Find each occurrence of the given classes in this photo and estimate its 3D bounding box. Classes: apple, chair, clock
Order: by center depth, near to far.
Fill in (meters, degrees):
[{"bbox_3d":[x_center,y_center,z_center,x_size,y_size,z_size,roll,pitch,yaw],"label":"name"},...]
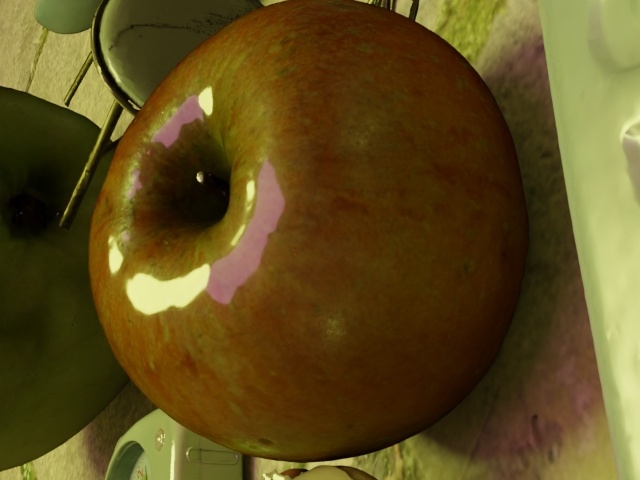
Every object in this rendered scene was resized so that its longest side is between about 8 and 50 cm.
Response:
[{"bbox_3d":[0.000,0.000,0.621,0.237,0.208,0.236,-16,65,39],"label":"apple"},{"bbox_3d":[-0.076,-0.130,0.837,0.325,0.170,0.159,130,143,-54],"label":"chair"},{"bbox_3d":[-0.120,0.211,0.898,0.191,0.062,0.151,-34,53,55],"label":"clock"},{"bbox_3d":[-0.314,0.027,1.031,0.357,0.357,0.357,-30,55,56],"label":"apple"}]

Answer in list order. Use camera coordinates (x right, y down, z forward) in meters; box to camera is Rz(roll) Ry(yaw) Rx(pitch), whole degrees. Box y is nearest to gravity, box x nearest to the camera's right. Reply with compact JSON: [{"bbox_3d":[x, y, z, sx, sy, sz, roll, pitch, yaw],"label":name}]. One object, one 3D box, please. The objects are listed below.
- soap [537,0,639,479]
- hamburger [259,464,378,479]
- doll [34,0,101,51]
[{"bbox_3d":[0.177,-0.015,0.349,0.208,0.115,0.346,-40,47,52],"label":"soap"},{"bbox_3d":[0.006,0.212,0.579,0.173,0.116,0.210,3,98,53],"label":"hamburger"},{"bbox_3d":[-0.113,-0.246,0.983,0.258,0.195,0.153,-39,78,17],"label":"doll"}]
